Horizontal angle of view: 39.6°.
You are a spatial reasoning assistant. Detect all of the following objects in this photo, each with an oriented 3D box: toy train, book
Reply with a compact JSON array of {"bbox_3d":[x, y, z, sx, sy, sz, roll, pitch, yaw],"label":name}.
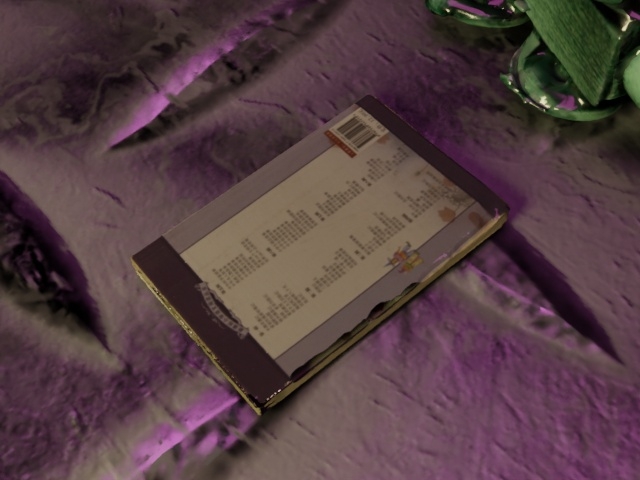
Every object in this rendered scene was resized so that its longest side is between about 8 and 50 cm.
[{"bbox_3d":[0.225,-0.222,0.683,0.238,0.167,0.299,-20,59,-18],"label":"toy train"},{"bbox_3d":[0.000,0.001,0.642,0.231,0.026,0.157,-36,58,-16],"label":"book"}]
